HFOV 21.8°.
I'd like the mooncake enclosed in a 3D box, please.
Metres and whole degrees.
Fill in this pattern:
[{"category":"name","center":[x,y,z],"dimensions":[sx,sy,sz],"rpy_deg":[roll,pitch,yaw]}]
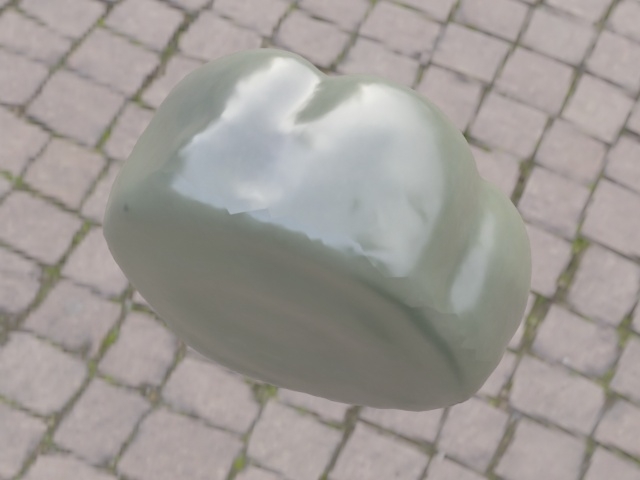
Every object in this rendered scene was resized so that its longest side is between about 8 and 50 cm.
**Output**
[{"category":"mooncake","center":[0.000,0.000,1.019],"dimensions":[0.275,0.275,0.135],"rpy_deg":[23,64,6]}]
